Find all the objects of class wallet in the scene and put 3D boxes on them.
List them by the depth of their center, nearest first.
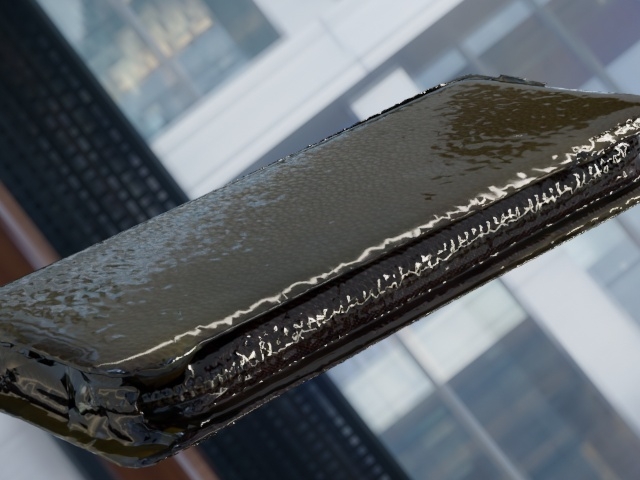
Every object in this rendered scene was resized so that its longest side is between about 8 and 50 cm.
[{"bbox_3d":[0.000,0.000,0.552,0.110,0.198,0.031,11,-59,53],"label":"wallet"}]
